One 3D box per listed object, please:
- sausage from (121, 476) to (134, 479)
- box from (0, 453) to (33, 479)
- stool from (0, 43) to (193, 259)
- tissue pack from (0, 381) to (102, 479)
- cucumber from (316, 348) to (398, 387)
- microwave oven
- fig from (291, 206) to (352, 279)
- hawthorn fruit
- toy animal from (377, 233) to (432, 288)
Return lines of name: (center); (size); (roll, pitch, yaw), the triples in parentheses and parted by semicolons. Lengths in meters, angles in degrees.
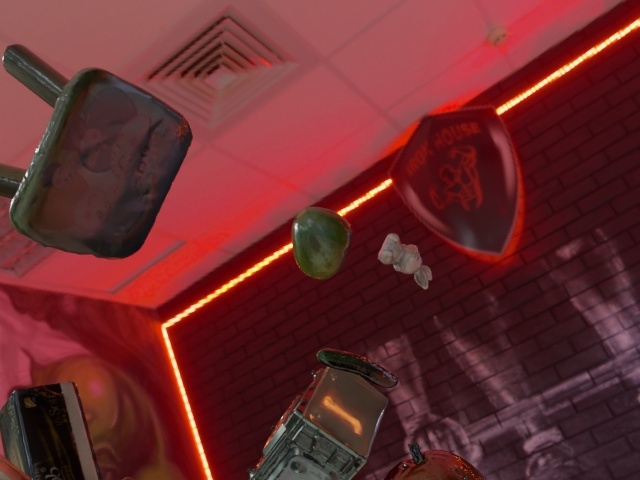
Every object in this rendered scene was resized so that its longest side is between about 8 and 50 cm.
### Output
sausage: (-0.397, 0.619, 1.490); (0.043, 0.186, 0.043); (-32, -12, -8)
box: (-0.671, 0.556, 1.387); (0.141, 0.058, 0.201); (-36, -53, -10)
stool: (-0.434, -0.153, 1.187); (0.311, 0.226, 0.310); (-64, -28, 0)
tissue pack: (-0.734, 0.585, 1.797); (0.198, 0.370, 0.210); (-5, -28, -40)
cucumber: (0.103, 0.324, 1.675); (0.284, 0.056, 0.056); (26, -50, -32)
microwave oven: (-0.020, 0.601, 1.971); (0.394, 0.247, 0.333); (-57, -4, 29)
fig: (0.000, 0.000, 1.781); (0.181, 0.191, 0.181); (-32, 17, 11)
hawthorn fruit: (0.258, 0.629, 1.480); (0.315, 0.316, 0.316); (-20, -24, -9)
toy animal: (0.300, 0.063, 2.206); (0.212, 0.124, 0.124); (27, -39, -6)
